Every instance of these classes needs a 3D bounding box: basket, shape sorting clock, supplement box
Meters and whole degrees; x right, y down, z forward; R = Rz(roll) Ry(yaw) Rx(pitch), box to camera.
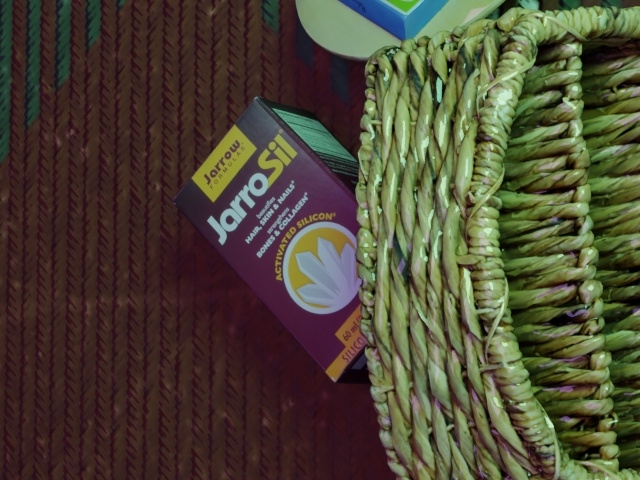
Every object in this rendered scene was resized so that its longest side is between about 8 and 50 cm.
[{"bbox_3d":[0.160,0.010,1.041,0.223,0.213,0.299,-6,82,28],"label":"basket"},{"bbox_3d":[0.073,-0.204,1.172,0.206,0.040,0.206,-20,45,21],"label":"shape sorting clock"},{"bbox_3d":[0.000,0.000,1.204,0.188,0.081,0.104,46,107,24],"label":"supplement box"}]
